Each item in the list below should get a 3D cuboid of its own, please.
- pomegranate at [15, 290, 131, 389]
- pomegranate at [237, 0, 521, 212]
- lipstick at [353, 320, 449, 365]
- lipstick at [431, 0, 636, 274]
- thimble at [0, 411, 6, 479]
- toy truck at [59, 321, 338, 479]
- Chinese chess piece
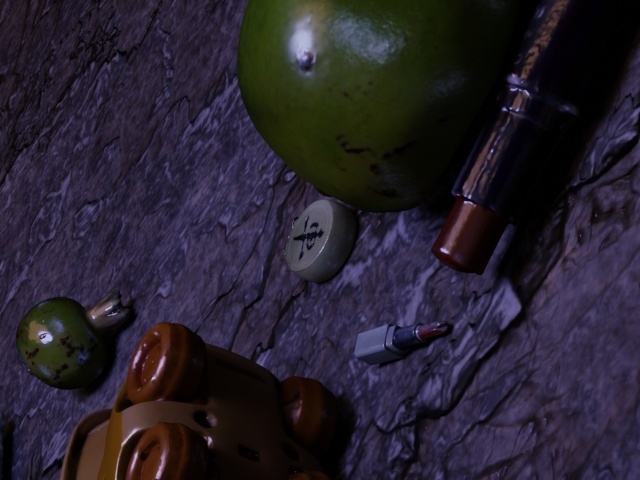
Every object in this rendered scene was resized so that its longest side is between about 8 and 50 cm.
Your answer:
[{"bbox_3d":[-0.286,0.109,2.229,0.142,0.114,0.114,-35,30,1],"label":"pomegranate"},{"bbox_3d":[0.051,-0.209,1.681,0.310,0.216,0.358,-87,18,-76],"label":"pomegranate"},{"bbox_3d":[0.074,0.086,1.672,0.107,0.025,0.025,-19,50,46],"label":"lipstick"},{"bbox_3d":[0.178,-0.109,1.589,0.299,0.081,0.081,-64,26,-3],"label":"lipstick"},{"bbox_3d":[-0.488,0.286,2.358,0.211,0.185,0.149,-21,40,6],"label":"thimble"},{"bbox_3d":[-0.104,0.210,1.684,0.211,0.204,0.288,-51,29,31],"label":"toy truck"},{"bbox_3d":[0.000,0.000,1.871,0.084,0.034,0.084,-40,36,38],"label":"Chinese chess piece"}]
